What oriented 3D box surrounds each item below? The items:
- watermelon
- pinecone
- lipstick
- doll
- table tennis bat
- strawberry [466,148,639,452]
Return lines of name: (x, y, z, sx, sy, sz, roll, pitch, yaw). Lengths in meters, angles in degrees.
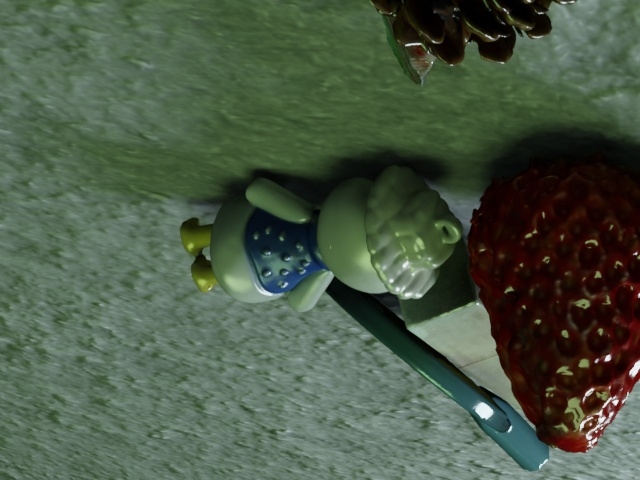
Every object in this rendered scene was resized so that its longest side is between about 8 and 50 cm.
watermelon: (0.065, -0.159, 1.052, 0.081, 0.094, 0.180, -3, 168, 13)
pinecone: (0.096, -0.186, 0.899, 0.173, 0.174, 0.173, 6, 155, 3)
lipstick: (0.189, 0.100, 1.516, 0.079, 0.076, 0.371, -21, 151, 21)
doll: (0.000, 0.000, 1.372, 0.293, 0.119, 0.138, -7, 112, 35)
table tennis bat: (0.125, 0.137, 1.548, 0.329, 0.044, 0.215, 41, 180, -30)
strawberry: (0.210, 0.056, 1.272, 0.205, 0.244, 0.205, 8, 156, 4)
